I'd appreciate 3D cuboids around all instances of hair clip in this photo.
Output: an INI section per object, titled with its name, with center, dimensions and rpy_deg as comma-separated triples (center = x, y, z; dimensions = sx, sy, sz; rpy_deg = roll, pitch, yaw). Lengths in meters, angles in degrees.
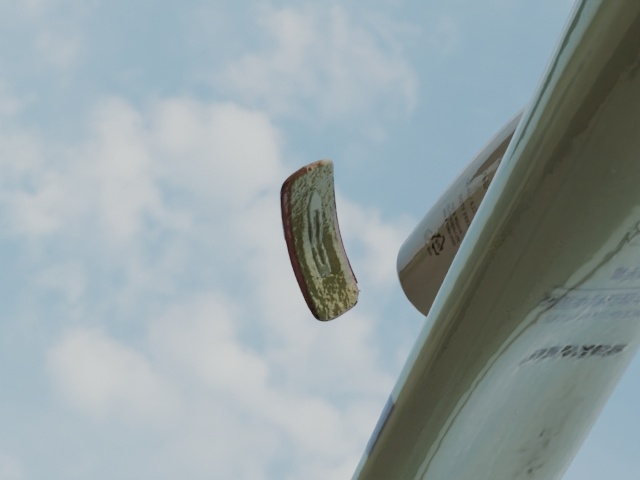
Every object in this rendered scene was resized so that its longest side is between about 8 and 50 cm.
[hair clip]
center = -0.001, -0.001, 1.235
dimensions = 0.022, 0.054, 0.137
rpy_deg = 23, -46, 50

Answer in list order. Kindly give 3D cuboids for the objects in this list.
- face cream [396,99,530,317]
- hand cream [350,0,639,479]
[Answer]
[face cream]
center = 0.101, -0.027, 0.659
dimensions = 0.182, 0.051, 0.072
rpy_deg = -44, -133, 41
[hand cream]
center = 0.070, 0.028, 0.473
dimensions = 0.067, 0.109, 0.320
rpy_deg = 42, -58, 36
